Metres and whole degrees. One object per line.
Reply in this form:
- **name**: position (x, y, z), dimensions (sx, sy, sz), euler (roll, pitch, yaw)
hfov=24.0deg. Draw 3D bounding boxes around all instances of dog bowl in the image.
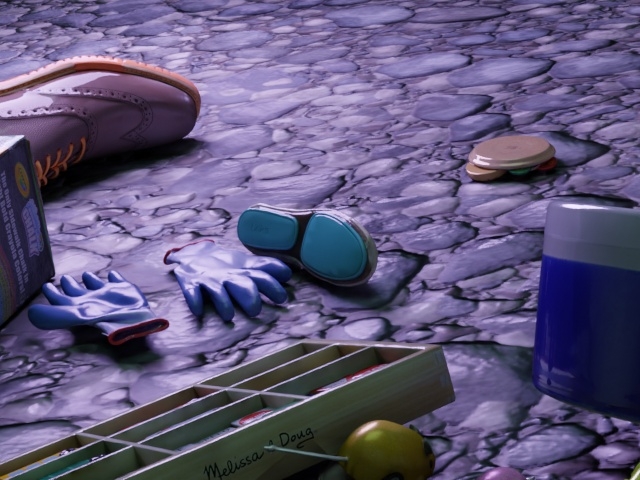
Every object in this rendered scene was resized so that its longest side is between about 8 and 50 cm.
- **dog bowl**: position (0.248, 0.044, 0.803), dimensions (0.265, 0.104, 0.265), euler (6, 3, 0)

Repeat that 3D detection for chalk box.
- **chalk box**: position (-0.308, -0.006, 1.226), dimensions (0.132, 0.132, 0.213), euler (-2, 21, 15)

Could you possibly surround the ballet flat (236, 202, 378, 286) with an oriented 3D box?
- **ballet flat**: position (0.000, 0.000, 1.213), dimensions (0.052, 0.057, 0.168), euler (12, 6, -43)

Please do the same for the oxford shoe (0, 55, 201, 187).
- **oxford shoe**: position (-0.285, -0.095, 1.520), dimensions (0.364, 0.130, 0.132), euler (-9, 52, -22)

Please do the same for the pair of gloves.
- **pair of gloves**: position (-0.128, 0.042, 1.188), dimensions (0.198, 0.023, 0.159), euler (-17, 21, -24)

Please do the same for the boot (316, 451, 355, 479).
- **boot**: position (0.030, 0.155, 0.820), dimensions (0.087, 0.042, 0.118), euler (14, 26, 29)

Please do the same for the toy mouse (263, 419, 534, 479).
- **toy mouse**: position (0.071, 0.140, 0.791), dimensions (0.161, 0.031, 0.143), euler (7, 25, -32)

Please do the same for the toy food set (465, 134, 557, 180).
- **toy food set**: position (0.178, -0.077, 1.390), dimensions (0.083, 0.020, 0.083), euler (-2, 21, 15)

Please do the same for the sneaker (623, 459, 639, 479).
- **sneaker**: position (0.154, 0.183, 0.645), dimensions (0.124, 0.109, 0.295), euler (30, 27, 12)

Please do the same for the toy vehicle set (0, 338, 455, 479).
- **toy vehicle set**: position (-0.073, 0.119, 0.883), dimensions (0.267, 0.035, 0.166), euler (-20, 8, -30)
